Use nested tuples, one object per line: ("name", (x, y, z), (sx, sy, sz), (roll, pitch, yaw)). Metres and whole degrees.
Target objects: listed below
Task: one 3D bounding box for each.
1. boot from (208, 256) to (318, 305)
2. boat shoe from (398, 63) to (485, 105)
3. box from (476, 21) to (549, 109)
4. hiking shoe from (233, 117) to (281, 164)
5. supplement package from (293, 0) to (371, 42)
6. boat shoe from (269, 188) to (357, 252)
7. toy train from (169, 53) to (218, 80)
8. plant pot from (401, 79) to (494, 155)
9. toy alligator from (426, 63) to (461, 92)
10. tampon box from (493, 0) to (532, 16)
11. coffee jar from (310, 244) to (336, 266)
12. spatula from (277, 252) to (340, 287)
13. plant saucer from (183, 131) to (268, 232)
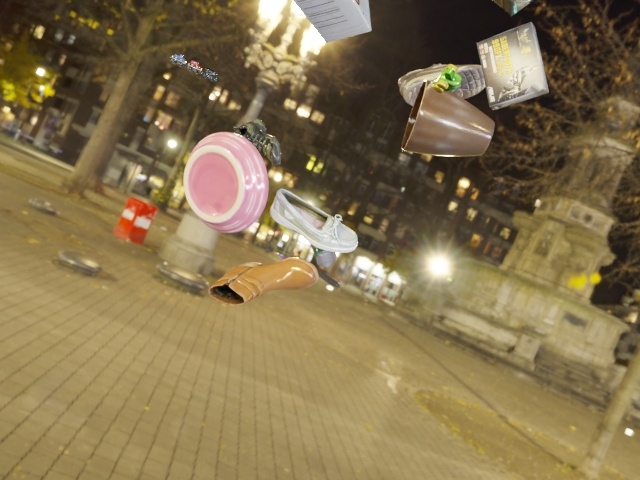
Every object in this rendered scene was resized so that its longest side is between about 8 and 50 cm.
("boot", (-0.169, 0.123, 1.800), (0.284, 0.108, 0.220), (7, 18, 22))
("boat shoe", (0.444, -0.588, 2.201), (0.356, 0.132, 0.130), (-13, 48, -18))
("box", (0.622, -0.562, 1.978), (0.183, 0.230, 0.056), (-13, -10, 32))
("hiking shoe", (-0.220, -0.334, 2.141), (0.226, 0.114, 0.086), (54, -26, 35))
("supplement package", (0.027, -0.629, 1.543), (0.134, 0.138, 0.244), (-9, -11, 20))
("boat shoe", (-0.016, -0.064, 2.043), (0.321, 0.103, 0.118), (29, 43, 6))
("toy train", (-0.399, -0.549, 1.924), (0.159, 0.036, 0.027), (22, 15, -12))
("plant pot", (0.384, -0.337, 1.800), (0.231, 0.215, 0.215), (16, -1, -1))
("toy alligator", (0.312, -0.390, 1.515), (0.051, 0.056, 0.190), (32, 0, -5))
("tampon box", (0.442, -0.595, 1.315), (0.101, 0.161, 0.120), (57, 6, 28))
("coffee jar", (0.000, 0.000, 2.233), (0.096, 0.079, 0.184), (79, -6, -48))
("spatula", (-0.041, 0.104, 2.099), (0.297, 0.030, 0.084), (21, -7, 41))
("plant saucer", (-0.325, -0.185, 1.982), (0.332, 0.331, 0.084), (24, 19, 24))
